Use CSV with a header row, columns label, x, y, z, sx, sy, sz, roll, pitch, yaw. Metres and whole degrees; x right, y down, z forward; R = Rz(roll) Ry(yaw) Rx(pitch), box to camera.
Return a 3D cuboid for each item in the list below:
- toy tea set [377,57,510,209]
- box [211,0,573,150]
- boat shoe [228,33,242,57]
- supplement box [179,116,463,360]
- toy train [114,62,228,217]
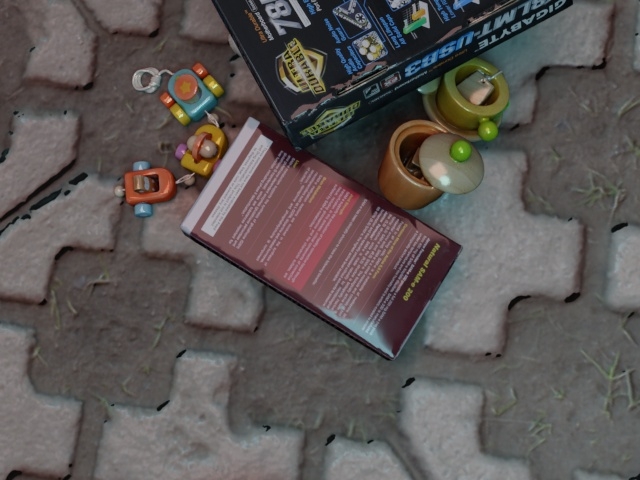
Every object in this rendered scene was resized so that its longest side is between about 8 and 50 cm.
label,x,y,z,sx,sy,sz,roll,pitch,yaw
toy tea set,0.095,-0.195,1.352,0.200,0.124,0.336,-14,69,-26
box,0.036,-0.275,1.314,0.293,0.073,0.295,-29,68,0
boat shoe,-0.049,-0.222,1.456,0.096,0.098,0.277,-38,78,28
supplement box,0.000,0.000,1.359,0.239,0.073,0.130,32,84,1
toy train,-0.158,-0.111,1.467,0.125,0.046,0.166,-3,76,11
